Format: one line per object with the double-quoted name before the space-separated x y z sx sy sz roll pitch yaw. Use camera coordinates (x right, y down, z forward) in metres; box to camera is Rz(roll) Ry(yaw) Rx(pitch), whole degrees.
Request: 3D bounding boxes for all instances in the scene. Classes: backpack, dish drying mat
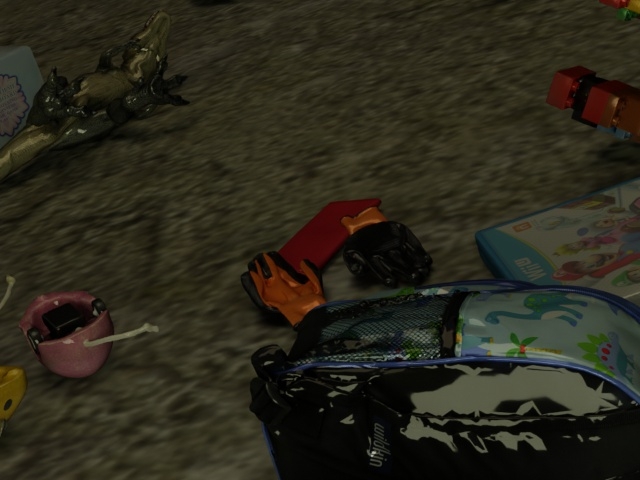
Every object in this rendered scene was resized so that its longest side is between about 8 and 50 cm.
"backpack" 0.051 0.060 0.496 0.114 0.105 0.084 -4 25 20
"dish drying mat" 0.000 0.000 0.835 0.032 0.008 0.083 -5 23 30

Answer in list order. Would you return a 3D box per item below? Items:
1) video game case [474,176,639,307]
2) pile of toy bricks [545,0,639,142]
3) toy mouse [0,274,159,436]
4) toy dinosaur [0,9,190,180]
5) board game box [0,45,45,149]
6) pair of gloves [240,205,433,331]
"video game case" 0.157 -0.007 0.709 0.166 0.015 0.119 -19 20 -2
"pile of toy bricks" 0.202 -0.098 0.819 0.105 0.118 0.212 26 22 23
"toy mouse" -0.149 0.056 0.783 0.161 0.031 0.143 -17 20 2
"toy dinosaur" -0.165 -0.087 1.127 0.118 0.064 0.268 -17 15 49
"board game box" -0.408 -0.055 1.238 0.318 0.066 0.318 -32 25 -34
"pair of gloves" 0.007 0.014 0.780 0.083 0.010 0.074 -21 31 -14
